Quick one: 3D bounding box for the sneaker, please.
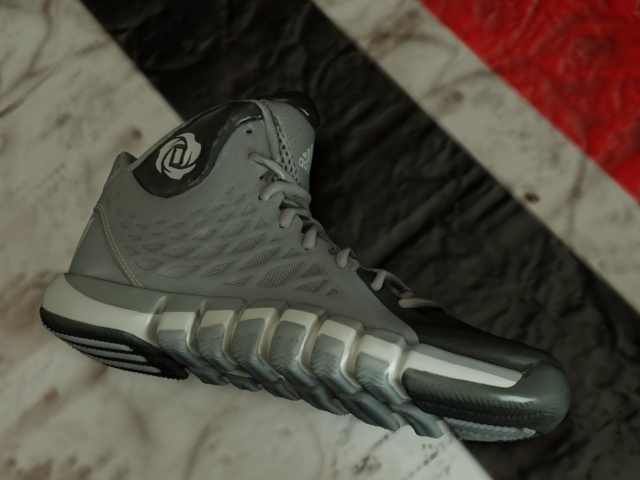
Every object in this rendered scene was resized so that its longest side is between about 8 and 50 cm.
[{"bbox_3d":[0.000,0.000,0.600,0.229,0.086,0.132,10,71,17],"label":"sneaker"}]
